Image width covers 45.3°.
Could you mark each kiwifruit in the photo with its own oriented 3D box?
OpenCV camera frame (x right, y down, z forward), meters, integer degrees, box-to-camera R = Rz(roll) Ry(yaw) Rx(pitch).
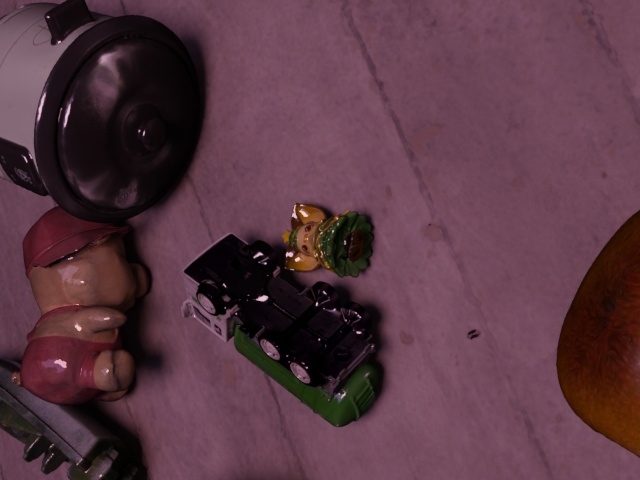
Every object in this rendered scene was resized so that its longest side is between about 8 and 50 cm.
[{"bbox_3d":[0.304,0.069,0.620,0.196,0.196,0.233,23,97,26],"label":"kiwifruit"}]

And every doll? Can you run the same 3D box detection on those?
[{"bbox_3d":[0.010,0.001,0.863,0.113,0.077,0.078,8,90,58],"label":"doll"},{"bbox_3d":[-0.294,0.075,0.964,0.196,0.152,0.255,-23,68,36],"label":"doll"}]

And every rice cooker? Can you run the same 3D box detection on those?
[{"bbox_3d":[-0.271,-0.152,0.903,0.227,0.241,0.280,21,139,29],"label":"rice cooker"}]

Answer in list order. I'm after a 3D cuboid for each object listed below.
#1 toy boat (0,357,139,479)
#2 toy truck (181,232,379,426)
[{"bbox_3d":[-0.372,0.238,1.015,0.320,0.141,0.092,28,66,28],"label":"toy boat"},{"bbox_3d":[-0.041,0.101,0.852,0.243,0.101,0.125,34,147,22],"label":"toy truck"}]
